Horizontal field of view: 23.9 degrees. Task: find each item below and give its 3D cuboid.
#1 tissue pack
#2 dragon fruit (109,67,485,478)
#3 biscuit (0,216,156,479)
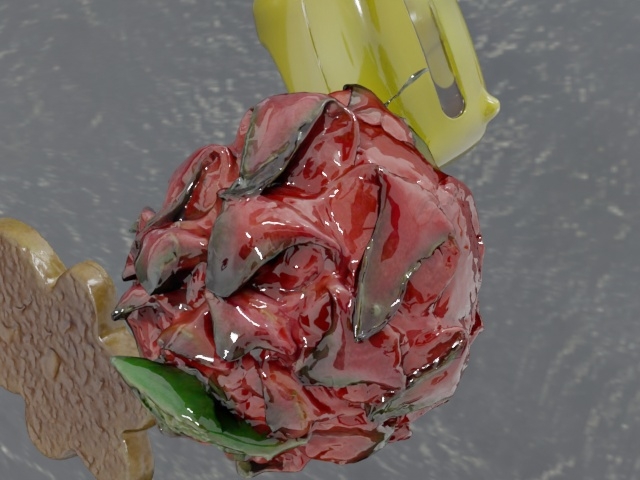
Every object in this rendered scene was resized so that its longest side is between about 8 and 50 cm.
[{"bbox_3d":[0.042,-0.125,1.071,0.123,0.127,0.178,-29,101,-42],"label":"tissue pack"},{"bbox_3d":[0.000,0.000,0.897,0.234,0.234,0.293,33,63,-22],"label":"dragon fruit"},{"bbox_3d":[-0.194,0.077,1.114,0.039,0.236,0.180,-24,145,-44],"label":"biscuit"}]
